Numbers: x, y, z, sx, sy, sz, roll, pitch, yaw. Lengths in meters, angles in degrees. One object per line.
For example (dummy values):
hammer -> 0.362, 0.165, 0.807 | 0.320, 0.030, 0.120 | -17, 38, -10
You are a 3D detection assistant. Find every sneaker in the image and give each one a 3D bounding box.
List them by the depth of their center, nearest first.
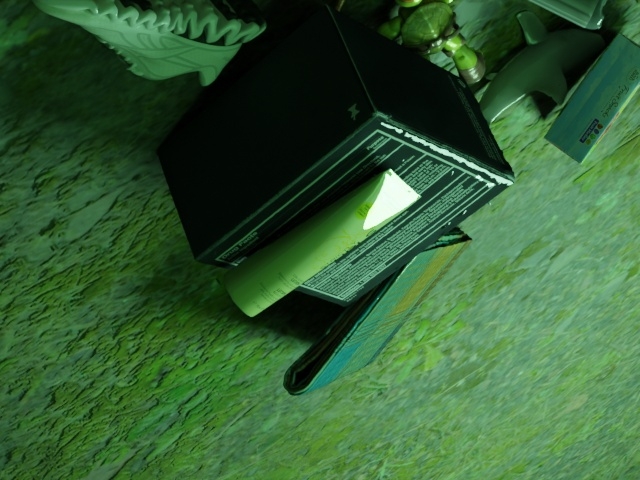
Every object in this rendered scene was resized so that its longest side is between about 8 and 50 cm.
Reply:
sneaker -> -0.193, -0.229, 1.643 | 0.292, 0.110, 0.118 | 7, 132, -44

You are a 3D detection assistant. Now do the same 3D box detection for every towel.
towel -> 0.087, 0.094, 2.148 | 0.271, 0.040, 0.370 | -51, 169, 13

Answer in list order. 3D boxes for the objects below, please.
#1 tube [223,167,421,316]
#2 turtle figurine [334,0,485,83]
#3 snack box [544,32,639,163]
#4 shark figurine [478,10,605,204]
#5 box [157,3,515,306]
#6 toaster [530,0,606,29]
tube -> 0.000, 0.000, 1.751 | 0.240, 0.070, 0.062 | -34, 101, 11
turtle figurine -> 0.143, -0.270, 1.903 | 0.269, 0.087, 0.217 | -39, 143, -3
snack box -> 0.389, -0.199, 2.119 | 0.174, 0.070, 0.207 | -55, 176, 12
shark figurine -> 0.282, -0.192, 2.088 | 0.278, 0.116, 0.166 | -47, 142, 5
box -> 0.019, -0.093, 1.845 | 0.296, 0.183, 0.294 | -38, 147, 24
toaster -> 0.299, -0.346, 1.863 | 0.227, 0.146, 0.129 | -60, 172, -62
